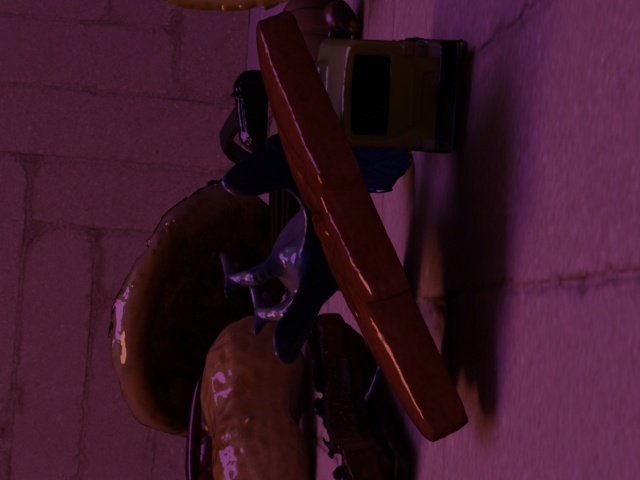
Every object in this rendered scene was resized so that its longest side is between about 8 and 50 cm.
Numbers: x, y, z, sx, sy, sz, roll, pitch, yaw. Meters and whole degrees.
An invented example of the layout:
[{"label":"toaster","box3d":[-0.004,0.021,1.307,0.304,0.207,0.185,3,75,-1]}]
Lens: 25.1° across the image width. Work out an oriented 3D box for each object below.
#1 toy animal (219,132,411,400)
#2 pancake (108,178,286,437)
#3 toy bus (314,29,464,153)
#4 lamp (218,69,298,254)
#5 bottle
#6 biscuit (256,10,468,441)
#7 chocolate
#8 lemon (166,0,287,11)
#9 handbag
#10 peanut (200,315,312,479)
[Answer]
[{"label":"toy animal","box3d":[0.000,0.000,1.172,0.239,0.176,0.255,49,-164,-27]},{"label":"pancake","box3d":[-0.158,0.099,2.065,0.382,0.071,0.382,-26,-58,-52]},{"label":"toy bus","box3d":[0.047,-0.116,1.101,0.175,0.101,0.088,-133,44,-78]},{"label":"lamp","box3d":[-0.070,-0.090,1.980,0.283,0.124,0.203,104,158,-68]},{"label":"bottle","box3d":[-0.004,-0.174,1.591,0.110,0.097,0.209,-17,63,42]},{"label":"biscuit","box3d":[0.016,-0.013,0.971,0.284,0.043,0.306,-113,0,-64]},{"label":"chocolate","box3d":[0.029,0.148,1.266,0.329,0.065,0.102,-107,0,-74]},{"label":"lemon","box3d":[-0.097,-0.443,1.503,0.364,0.364,0.364,-176,90,-83]},{"label":"handbag","box3d":[-0.107,0.281,1.942,0.135,0.146,0.225,105,169,-71]},{"label":"peanut","box3d":[-0.078,0.235,1.786,0.149,0.149,0.313,101,163,-45]}]
